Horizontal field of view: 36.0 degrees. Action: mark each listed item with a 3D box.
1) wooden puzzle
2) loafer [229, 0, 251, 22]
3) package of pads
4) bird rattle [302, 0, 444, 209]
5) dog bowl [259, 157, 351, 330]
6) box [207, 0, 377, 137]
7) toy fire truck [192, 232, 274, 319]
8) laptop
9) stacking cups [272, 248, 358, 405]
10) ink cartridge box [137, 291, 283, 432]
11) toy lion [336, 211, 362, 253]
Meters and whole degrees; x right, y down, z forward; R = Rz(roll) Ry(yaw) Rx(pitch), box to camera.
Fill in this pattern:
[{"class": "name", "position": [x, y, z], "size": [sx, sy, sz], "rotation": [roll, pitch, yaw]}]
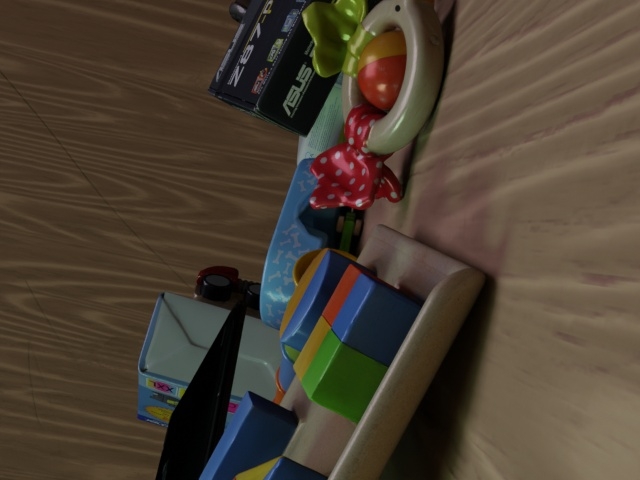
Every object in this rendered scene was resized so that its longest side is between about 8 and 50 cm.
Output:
[{"class": "wooden puzzle", "position": [-0.011, 0.135, 0.793], "size": [0.322, 0.080, 0.348], "rotation": [-62, 7, 2]}, {"class": "loafer", "position": [-0.026, -0.406, 1.733], "size": [0.366, 0.134, 0.130], "rotation": [-11, -47, -61]}, {"class": "package of pads", "position": [0.036, -0.263, 1.578], "size": [0.296, 0.101, 0.229], "rotation": [-83, 8, -49]}, {"class": "bird rattle", "position": [0.056, -0.160, 1.039], "size": [0.207, 0.143, 0.253], "rotation": [-34, 45, 59]}, {"class": "dog bowl", "position": [-0.016, 0.004, 1.380], "size": [0.166, 0.074, 0.297], "rotation": [88, -165, -50]}, {"class": "box", "position": [-0.010, -0.357, 1.423], "size": [0.395, 0.097, 0.318], "rotation": [-63, 21, 4]}, {"class": "toy fire truck", "position": [-0.122, 0.085, 1.858], "size": [0.246, 0.217, 0.158], "rotation": [-89, 12, -69]}, {"class": "laptop", "position": [-0.082, 0.359, 1.118], "size": [0.382, 0.236, 0.408], "rotation": [-84, 18, -45]}, {"class": "stacking cups", "position": [-0.006, 0.153, 1.234], "size": [0.096, 0.096, 0.316], "rotation": [-83, 3, -47]}, {"class": "ink cartridge box", "position": [-0.172, 0.252, 1.712], "size": [0.395, 0.270, 0.151], "rotation": [114, 173, -67]}, {"class": "toy lion", "position": [0.035, 0.008, 1.378], "size": [0.096, 0.034, 0.100], "rotation": [87, -166, -82]}]
